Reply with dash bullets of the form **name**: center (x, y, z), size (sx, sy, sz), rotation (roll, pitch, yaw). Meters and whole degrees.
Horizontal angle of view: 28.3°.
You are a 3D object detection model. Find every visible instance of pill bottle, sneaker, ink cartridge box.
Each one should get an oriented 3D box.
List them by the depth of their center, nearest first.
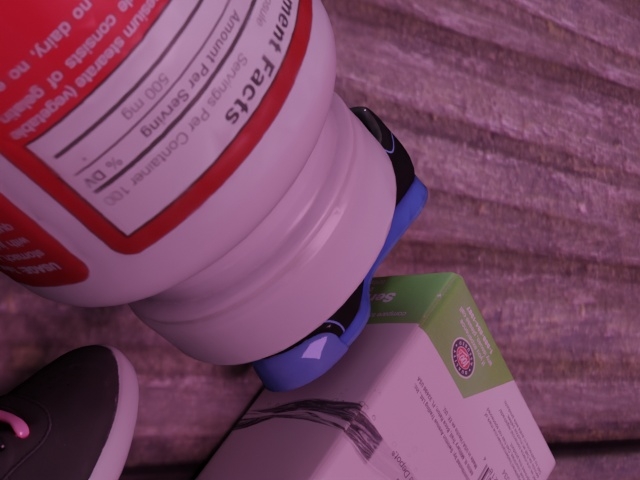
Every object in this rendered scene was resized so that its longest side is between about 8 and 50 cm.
- **sneaker**: center (-0.212, 0.123, 0.634), size (0.296, 0.104, 0.147), rotation (-49, 127, -33)
- **pill bottle**: center (-0.140, -0.113, 0.641), size (0.408, 0.229, 0.229), rotation (45, 56, -37)
- **ink cartridge box**: center (0.035, 0.183, 0.901), size (0.273, 0.115, 0.198), rotation (-50, 122, -38)
- **sneaker**: center (0.000, 0.000, 0.907), size (0.090, 0.081, 0.232), rotation (55, 43, -27)
